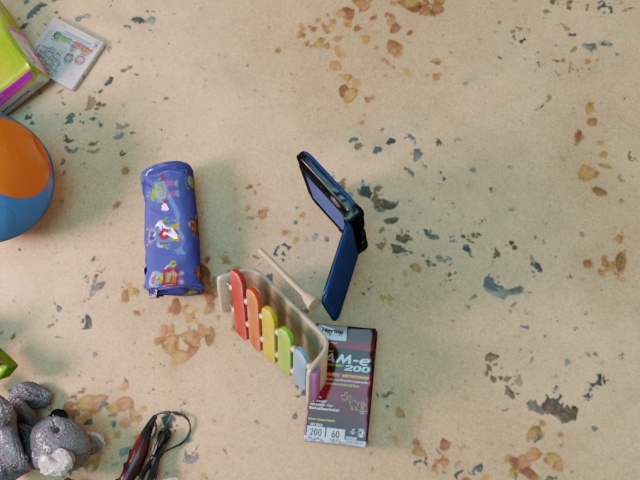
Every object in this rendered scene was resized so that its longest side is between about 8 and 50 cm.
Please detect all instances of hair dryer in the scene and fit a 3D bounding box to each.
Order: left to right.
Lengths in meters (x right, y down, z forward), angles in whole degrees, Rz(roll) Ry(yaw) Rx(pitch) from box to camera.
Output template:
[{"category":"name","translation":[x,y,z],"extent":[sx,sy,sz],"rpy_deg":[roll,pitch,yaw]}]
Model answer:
[{"category":"hair dryer","translation":[-0.396,0.497,1.416],"extent":[0.293,0.080,0.223],"rpy_deg":[-15,60,-4]}]

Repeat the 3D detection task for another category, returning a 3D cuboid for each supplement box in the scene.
[{"category":"supplement box","translation":[0.044,0.298,1.410],"extent":[0.130,0.073,0.239],"rpy_deg":[4,76,7]}]

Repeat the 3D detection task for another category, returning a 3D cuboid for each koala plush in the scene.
[{"category":"koala plush","translation":[-0.565,0.412,1.388],"extent":[0.221,0.196,0.203],"rpy_deg":[9,89,7]}]

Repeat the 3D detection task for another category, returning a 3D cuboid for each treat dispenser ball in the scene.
[{"category":"treat dispenser ball","translation":[-0.728,-0.135,1.474],"extent":[0.288,0.288,0.288],"rpy_deg":[-1,76,5]}]

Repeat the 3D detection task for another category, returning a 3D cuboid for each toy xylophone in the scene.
[{"category":"toy xylophone","translation":[-0.090,0.156,1.354],"extent":[0.081,0.236,0.322],"rpy_deg":[-30,45,-28]}]

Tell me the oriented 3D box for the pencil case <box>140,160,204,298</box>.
[{"category":"pencil case","translation":[-0.331,-0.019,1.498],"extent":[0.133,0.119,0.306],"rpy_deg":[-10,76,11]}]

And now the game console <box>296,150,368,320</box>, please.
[{"category":"game console","translation":[0.000,0.000,1.373],"extent":[0.173,0.293,0.250],"rpy_deg":[-41,76,-6]}]

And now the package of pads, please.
[{"category":"package of pads","translation":[-0.817,-0.443,1.643],"extent":[0.229,0.101,0.296],"rpy_deg":[-38,77,3]}]

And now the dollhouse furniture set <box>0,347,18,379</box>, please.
[{"category":"dollhouse furniture set","translation":[-0.808,0.317,1.388],"extent":[0.197,0.151,0.301],"rpy_deg":[37,85,12]}]

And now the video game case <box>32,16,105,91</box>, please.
[{"category":"video game case","translation":[-0.632,-0.460,1.683],"extent":[0.157,0.019,0.143],"rpy_deg":[29,81,11]}]
